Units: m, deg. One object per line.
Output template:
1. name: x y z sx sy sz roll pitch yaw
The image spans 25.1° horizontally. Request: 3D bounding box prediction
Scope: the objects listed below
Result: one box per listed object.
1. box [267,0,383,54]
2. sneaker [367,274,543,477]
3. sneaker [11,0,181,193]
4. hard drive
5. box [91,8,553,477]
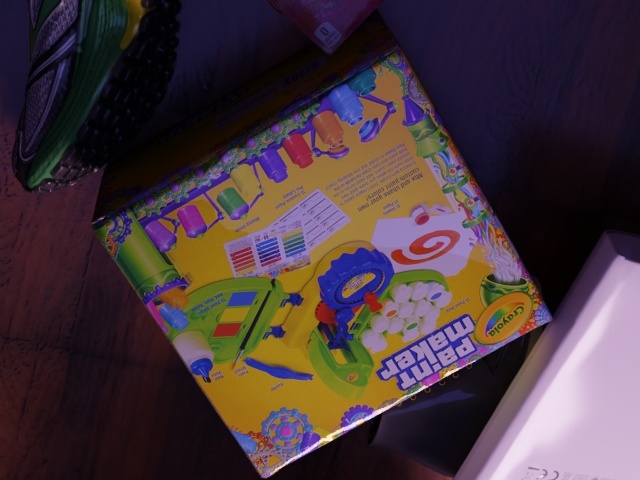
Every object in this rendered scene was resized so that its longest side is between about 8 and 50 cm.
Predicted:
1. box: 0.048 -0.293 1.186 0.122 0.128 0.257 42 102 -16
2. sneaker: 0.128 0.124 1.365 0.118 0.083 0.222 16 109 -9
3. sneaker: -0.197 -0.197 1.223 0.146 0.134 0.343 27 111 13
4. hard drive: 0.276 0.157 1.297 0.233 0.047 0.353 12 125 -21
5. box: 0.000 0.000 1.262 0.290 0.177 0.279 -29 109 6
